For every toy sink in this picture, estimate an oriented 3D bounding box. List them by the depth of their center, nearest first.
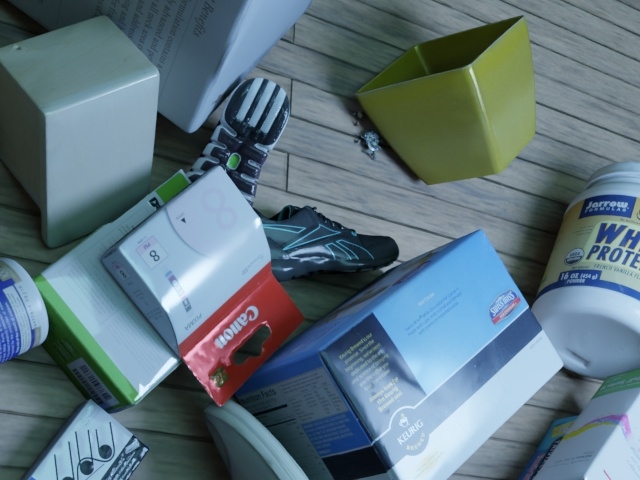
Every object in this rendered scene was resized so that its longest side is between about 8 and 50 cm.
[{"bbox_3d":[-0.300,-0.132,1.280,0.153,0.234,0.131,-28,61,-31],"label":"toy sink"}]

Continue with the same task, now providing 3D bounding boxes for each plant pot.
[{"bbox_3d":[0.219,-0.206,1.643,0.212,0.212,0.187,-44,117,-44],"label":"plant pot"}]

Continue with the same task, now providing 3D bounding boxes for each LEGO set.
[{"bbox_3d":[0.077,-0.167,1.642,0.054,0.023,0.083,-36,95,-38],"label":"LEGO set"}]

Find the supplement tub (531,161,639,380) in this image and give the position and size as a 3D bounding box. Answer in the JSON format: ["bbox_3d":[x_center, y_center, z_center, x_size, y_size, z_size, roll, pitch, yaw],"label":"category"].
[{"bbox_3d":[0.490,0.048,1.722,0.228,0.228,0.316,38,56,-18],"label":"supplement tub"}]

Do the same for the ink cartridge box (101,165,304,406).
[{"bbox_3d":[-0.125,0.052,1.284,0.232,0.066,0.189,51,52,-6],"label":"ink cartridge box"}]

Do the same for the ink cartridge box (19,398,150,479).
[{"bbox_3d":[-0.295,0.293,1.206,0.097,0.046,0.207,44,55,-13],"label":"ink cartridge box"}]

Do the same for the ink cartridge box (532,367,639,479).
[{"bbox_3d":[0.440,0.368,1.540,0.353,0.119,0.207,-39,98,-39],"label":"ink cartridge box"}]

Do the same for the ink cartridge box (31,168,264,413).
[{"bbox_3d":[-0.221,0.062,1.307,0.188,0.097,0.255,53,53,-8],"label":"ink cartridge box"}]

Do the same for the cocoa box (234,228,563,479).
[{"bbox_3d":[0.104,0.178,1.405,0.347,0.231,0.228,-33,93,-38],"label":"cocoa box"}]

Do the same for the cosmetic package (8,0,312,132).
[{"bbox_3d":[-0.191,-0.422,1.308,0.394,0.329,0.327,37,55,-1],"label":"cosmetic package"}]

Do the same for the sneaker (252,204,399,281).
[{"bbox_3d":[0.000,0.000,1.473,0.267,0.101,0.106,-4,87,-36],"label":"sneaker"}]

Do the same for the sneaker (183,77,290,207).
[{"bbox_3d":[-0.130,-0.086,1.426,0.106,0.162,0.281,32,92,-8],"label":"sneaker"}]

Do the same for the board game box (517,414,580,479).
[{"bbox_3d":[0.430,0.479,1.620,0.336,0.079,0.254,51,53,-9],"label":"board game box"}]

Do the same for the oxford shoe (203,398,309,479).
[{"bbox_3d":[-0.034,0.401,1.288,0.130,0.169,0.449,-29,92,-17],"label":"oxford shoe"}]

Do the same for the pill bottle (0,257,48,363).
[{"bbox_3d":[-0.407,0.102,1.155,0.187,0.112,0.112,-28,90,-38],"label":"pill bottle"}]
